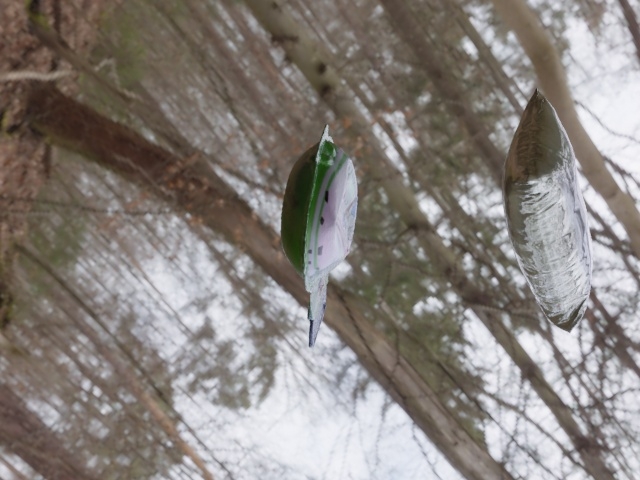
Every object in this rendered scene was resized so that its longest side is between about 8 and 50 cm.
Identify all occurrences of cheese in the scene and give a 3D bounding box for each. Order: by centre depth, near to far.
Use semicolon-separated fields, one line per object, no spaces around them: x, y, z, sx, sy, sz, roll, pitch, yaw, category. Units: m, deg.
0.000;0.000;1.265;0.083;0.320;0.204;7;-141;9;cheese

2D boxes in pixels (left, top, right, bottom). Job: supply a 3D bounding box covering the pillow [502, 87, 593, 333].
0.247;-0.029;1.042;0.078;0.254;0.144;-1;-131;25;pillow
